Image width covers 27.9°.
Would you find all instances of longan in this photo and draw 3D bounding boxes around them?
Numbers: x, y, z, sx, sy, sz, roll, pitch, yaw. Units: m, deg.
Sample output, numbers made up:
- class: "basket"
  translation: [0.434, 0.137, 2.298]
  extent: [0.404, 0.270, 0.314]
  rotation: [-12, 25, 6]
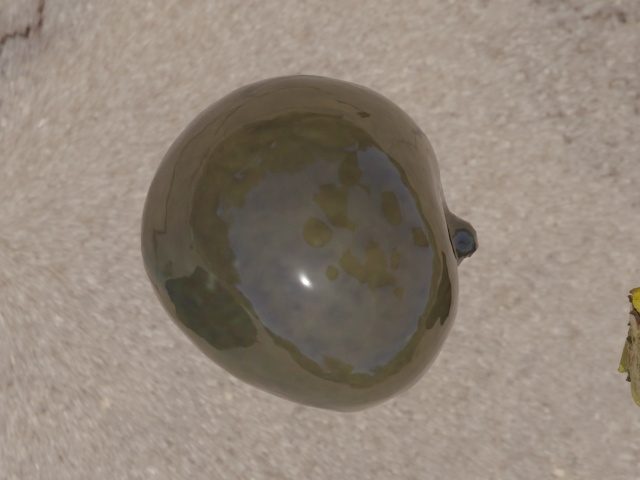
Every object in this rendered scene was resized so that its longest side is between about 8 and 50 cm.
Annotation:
- class: "longan"
  translation: [0.000, 0.000, 1.092]
  extent: [0.300, 0.243, 0.300]
  rotation: [3, 81, -21]

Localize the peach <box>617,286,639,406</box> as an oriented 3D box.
- class: "peach"
  translation: [0.347, 0.095, 1.227]
  extent: [0.118, 0.151, 0.151]
  rotation: [6, 89, 12]
